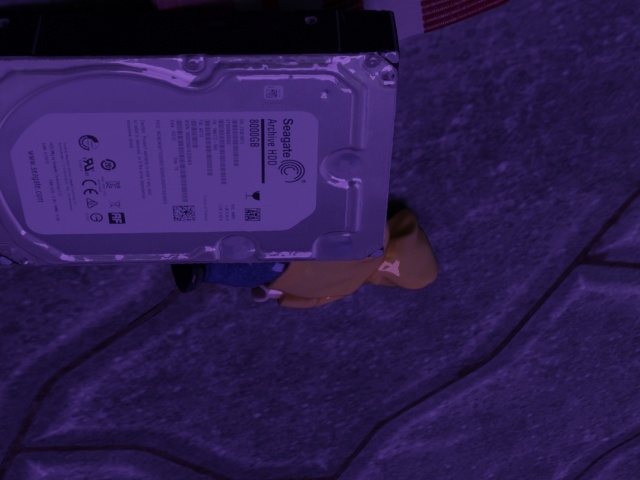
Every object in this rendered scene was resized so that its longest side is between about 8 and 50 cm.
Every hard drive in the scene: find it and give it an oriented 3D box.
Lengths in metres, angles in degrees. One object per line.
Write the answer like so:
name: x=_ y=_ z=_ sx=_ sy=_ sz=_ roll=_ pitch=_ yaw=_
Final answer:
hard drive: x=-0.110 y=-0.076 z=0.980 sx=0.339 sy=0.064 sz=0.237 roll=-1 pitch=137 yaw=-4

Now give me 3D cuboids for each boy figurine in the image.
boy figurine: x=0.000 y=0.000 z=1.191 sx=0.285 sy=0.092 sz=0.177 roll=1 pitch=138 yaw=-29

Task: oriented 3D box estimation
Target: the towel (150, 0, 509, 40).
towel: x=0.022 y=-0.242 z=0.941 sx=0.329 sy=0.037 sz=0.237 roll=-20 pitch=142 yaw=-5
